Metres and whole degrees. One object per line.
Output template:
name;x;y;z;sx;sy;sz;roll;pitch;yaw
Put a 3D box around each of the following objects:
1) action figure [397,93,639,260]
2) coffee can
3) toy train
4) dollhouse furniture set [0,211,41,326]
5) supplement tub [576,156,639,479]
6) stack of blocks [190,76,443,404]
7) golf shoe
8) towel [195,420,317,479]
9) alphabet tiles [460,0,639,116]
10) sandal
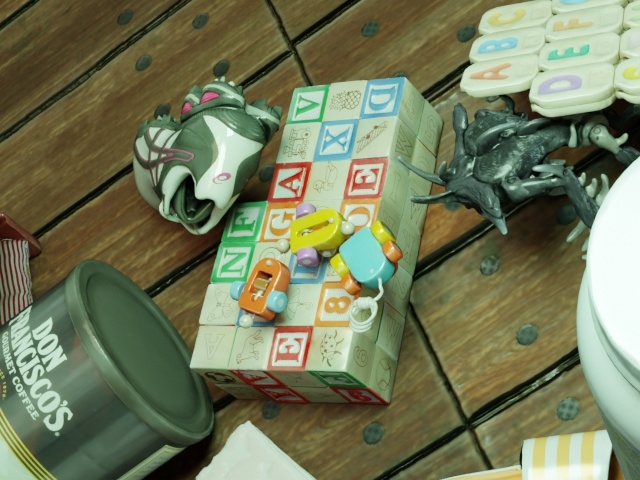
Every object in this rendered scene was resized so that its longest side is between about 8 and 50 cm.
action figure;0.213;-0.062;1.290;0.275;0.141;0.164;-18;41;5
coffee can;-0.269;0.178;1.444;0.275;0.201;0.201;-36;51;12
toy train;0.004;0.034;1.333;0.166;0.046;0.125;9;72;39
dollhouse furniture set;-0.476;0.128;1.637;0.374;0.152;0.201;-29;53;17
supplement tub;0.301;0.084;1.019;0.235;0.325;0.235;-9;59;15
stack of blocks;0.000;0.000;1.440;0.171;0.087;0.297;-2;64;32
golf shoe;-0.134;-0.062;1.482;0.273;0.105;0.120;-36;34;64
towel;-0.069;0.369;1.305;0.332;0.053;0.317;-51;49;-1
alphabet tiles;0.264;-0.190;1.317;0.278;0.021;0.284;-7;31;20
sandal;0.166;0.212;1.222;0.265;0.076;0.102;-17;57;24
